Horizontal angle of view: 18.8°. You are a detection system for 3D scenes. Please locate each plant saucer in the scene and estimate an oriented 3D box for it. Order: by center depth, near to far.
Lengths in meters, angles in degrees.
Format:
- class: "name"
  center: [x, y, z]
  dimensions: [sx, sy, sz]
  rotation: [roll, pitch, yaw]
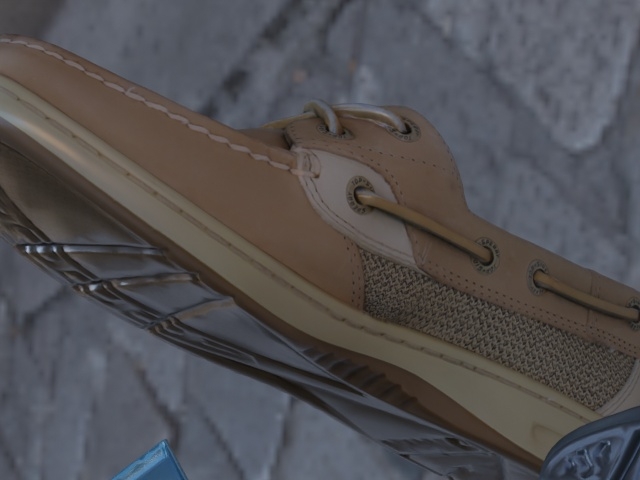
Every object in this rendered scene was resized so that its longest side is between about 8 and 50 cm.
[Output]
- class: "plant saucer"
  center: [-0.112, 0.181, 1.284]
  dimensions: [0.018, 0.067, 0.192]
  rotation: [55, 175, -16]

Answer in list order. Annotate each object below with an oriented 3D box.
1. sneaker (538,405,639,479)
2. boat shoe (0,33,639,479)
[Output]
- class: "sneaker"
  center: [0.186, 0.086, 0.610]
  dimensions: [0.227, 0.130, 0.087]
  rotation: [-11, 81, 36]
- class: "boat shoe"
  center: [0.000, 0.000, 0.766]
  dimensions: [0.122, 0.341, 0.110]
  rotation: [-2, 62, 55]
